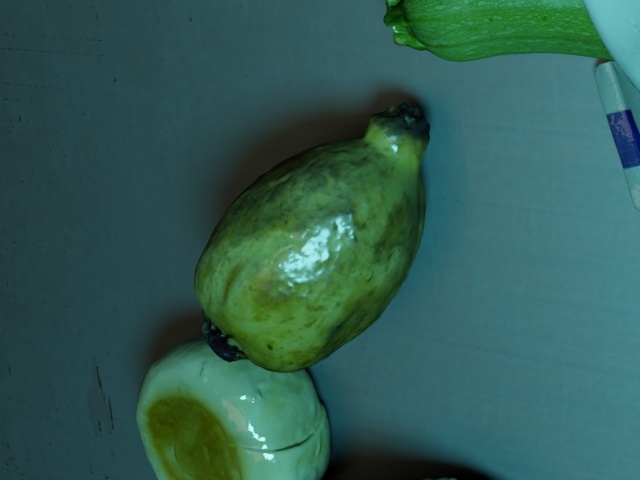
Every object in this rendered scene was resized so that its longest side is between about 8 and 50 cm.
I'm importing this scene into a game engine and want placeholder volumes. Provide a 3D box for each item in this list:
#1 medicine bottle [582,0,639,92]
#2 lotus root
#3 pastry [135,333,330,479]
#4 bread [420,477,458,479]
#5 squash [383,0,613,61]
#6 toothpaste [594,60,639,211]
[{"bbox_3d":[0.251,-0.183,0.644,0.232,0.238,0.238,-9,102,39],"label":"medicine bottle"},{"bbox_3d":[0.000,0.000,0.972,0.138,0.138,0.214,45,117,15],"label":"lotus root"},{"bbox_3d":[-0.067,0.143,1.104,0.156,0.092,0.156,13,112,35],"label":"pastry"},{"bbox_3d":[0.053,0.268,1.033,0.250,0.133,0.179,-33,82,37],"label":"bread"},{"bbox_3d":[0.133,-0.141,0.858,0.219,0.068,0.077,4,111,37],"label":"squash"},{"bbox_3d":[0.272,-0.077,0.797,0.266,0.061,0.096,-10,103,46],"label":"toothpaste"}]
